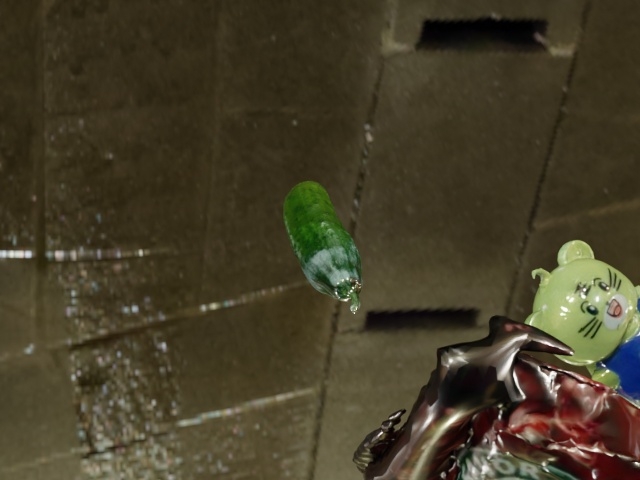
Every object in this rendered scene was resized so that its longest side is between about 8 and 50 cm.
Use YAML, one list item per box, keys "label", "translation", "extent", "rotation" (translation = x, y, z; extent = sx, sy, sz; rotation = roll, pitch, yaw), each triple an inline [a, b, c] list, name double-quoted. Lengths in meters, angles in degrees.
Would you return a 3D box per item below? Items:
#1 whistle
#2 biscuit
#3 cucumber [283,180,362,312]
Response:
- label: "whistle"
  translation: [0.270, 0.092, 1.101]
  extent: [0.227, 0.105, 0.085]
  rotation: [35, 159, -10]
- label: "biscuit"
  translation: [0.127, 0.123, 0.520]
  extent: [0.235, 0.063, 0.151]
  rotation: [28, 137, 8]
- label: "cucumber"
  translation: [0.000, 0.000, 1.196]
  extent: [0.056, 0.250, 0.056]
  rotation: [-5, 116, -10]
